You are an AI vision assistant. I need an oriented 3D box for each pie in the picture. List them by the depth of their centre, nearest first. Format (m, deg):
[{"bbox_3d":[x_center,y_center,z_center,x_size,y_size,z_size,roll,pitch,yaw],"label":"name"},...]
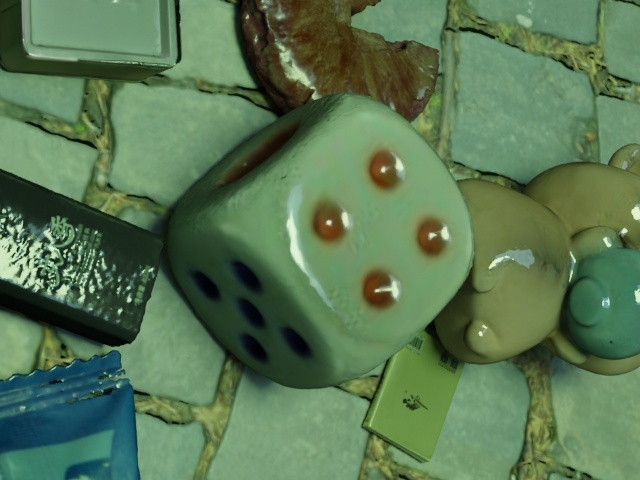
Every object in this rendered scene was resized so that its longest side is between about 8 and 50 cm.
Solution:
[{"bbox_3d":[0.023,-0.196,1.412,0.204,0.054,0.219,-29,98,-32],"label":"pie"}]

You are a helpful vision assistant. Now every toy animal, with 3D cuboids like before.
[{"bbox_3d":[0.211,0.028,1.429,0.221,0.229,0.210,5,112,8],"label":"toy animal"}]

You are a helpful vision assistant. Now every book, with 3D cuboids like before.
[{"bbox_3d":[0.089,0.143,1.427,0.077,0.014,0.111,32,67,-23],"label":"book"}]

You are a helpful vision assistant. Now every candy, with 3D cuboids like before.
[{"bbox_3d":[-0.205,0.262,1.195,0.187,0.077,0.331,-8,88,-40],"label":"candy"}]

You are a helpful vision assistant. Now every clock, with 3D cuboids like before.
[{"bbox_3d":[-0.197,-0.236,1.270,0.147,0.071,0.192,1,83,-32],"label":"clock"}]

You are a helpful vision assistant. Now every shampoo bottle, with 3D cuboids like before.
[{"bbox_3d":[-0.277,-0.012,1.191,0.309,0.071,0.098,23,74,-25],"label":"shampoo bottle"}]

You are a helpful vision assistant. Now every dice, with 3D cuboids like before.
[{"bbox_3d":[0.000,0.000,1.288,0.192,0.194,0.193,51,59,-14],"label":"dice"}]
